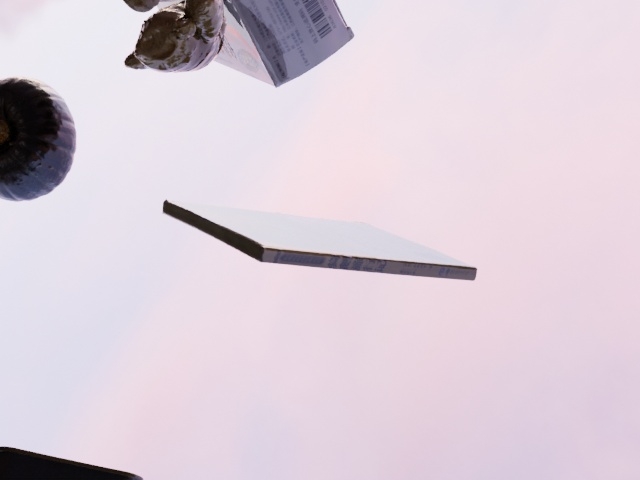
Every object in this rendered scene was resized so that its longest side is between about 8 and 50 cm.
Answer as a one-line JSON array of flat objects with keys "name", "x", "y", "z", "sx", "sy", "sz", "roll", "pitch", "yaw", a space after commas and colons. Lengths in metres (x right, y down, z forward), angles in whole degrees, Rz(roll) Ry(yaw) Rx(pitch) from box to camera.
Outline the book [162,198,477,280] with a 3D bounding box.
[{"name": "book", "x": 0.000, "y": 0.000, "z": 1.766, "sx": 0.217, "sy": 0.310, "sz": 0.021, "roll": 25, "pitch": -75, "yaw": 51}]

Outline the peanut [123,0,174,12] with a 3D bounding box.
[{"name": "peanut", "x": -0.137, "y": -0.372, "z": 1.857, "sx": 0.263, "sy": 0.101, "sz": 0.117, "roll": -43, "pitch": -108, "yaw": -2}]

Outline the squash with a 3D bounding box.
[{"name": "squash", "x": -0.467, "y": -0.158, "z": 2.364, "sx": 0.193, "sy": 0.156, "sz": 0.193, "roll": -4, "pitch": -121, "yaw": 7}]

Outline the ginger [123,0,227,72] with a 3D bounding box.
[{"name": "ginger", "x": -0.152, "y": -0.220, "z": 1.678, "sx": 0.115, "sy": 0.081, "sz": 0.205, "roll": -62, "pitch": -179, "yaw": -2}]

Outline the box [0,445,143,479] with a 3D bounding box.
[{"name": "box", "x": -0.345, "y": 0.348, "z": 2.044, "sx": 0.144, "sy": 0.201, "sz": 0.090, "roll": 120, "pitch": -19, "yaw": -70}]

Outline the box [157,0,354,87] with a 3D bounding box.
[{"name": "box", "x": -0.116, "y": -0.353, "z": 2.173, "sx": 0.145, "sy": 0.173, "sz": 0.333, "roll": -39, "pitch": -145, "yaw": -16}]
